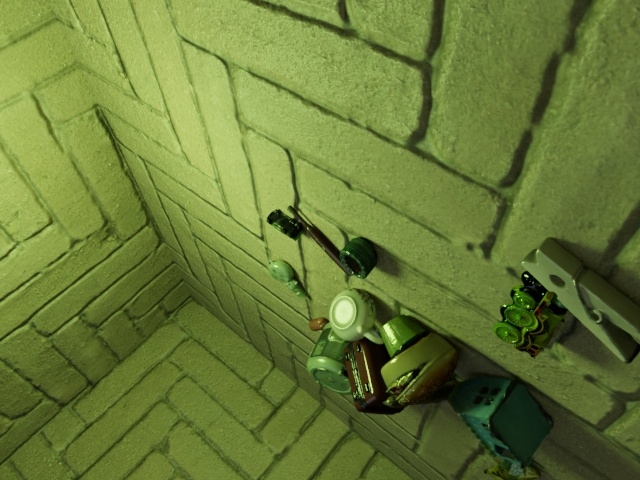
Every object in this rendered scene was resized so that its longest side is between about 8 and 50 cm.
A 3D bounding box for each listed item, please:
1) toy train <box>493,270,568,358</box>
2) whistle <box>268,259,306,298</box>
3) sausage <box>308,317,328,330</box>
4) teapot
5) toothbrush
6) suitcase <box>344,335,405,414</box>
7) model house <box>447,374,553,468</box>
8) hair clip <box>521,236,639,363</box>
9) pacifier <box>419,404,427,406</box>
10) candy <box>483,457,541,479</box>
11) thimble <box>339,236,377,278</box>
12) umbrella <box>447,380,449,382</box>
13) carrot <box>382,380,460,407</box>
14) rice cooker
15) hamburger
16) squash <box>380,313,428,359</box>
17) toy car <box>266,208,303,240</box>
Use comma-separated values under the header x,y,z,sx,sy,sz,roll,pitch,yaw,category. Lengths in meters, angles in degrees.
x,y,z,sx,sy,sz,roll,pitch,yaw,category
0.567,0.195,1.337,0.160,0.100,0.296,28,149,19,toy train
-0.157,0.181,2.422,0.126,0.067,0.258,-16,120,47,whistle
-0.011,0.425,2.552,0.062,0.062,0.154,48,153,-5,sausage
0.144,0.312,2.019,0.300,0.208,0.166,45,-173,31,teapot
0.001,-0.001,1.956,0.364,0.041,0.041,47,154,-3,toothbrush
0.234,0.546,2.048,0.236,0.297,0.161,16,133,-31,suitcase
0.602,0.610,1.762,0.237,0.215,0.303,50,159,-9,model house
0.628,0.133,1.172,0.331,0.085,0.101,46,153,15,hair clip
0.335,0.636,2.183,0.279,0.207,0.227,-13,106,60,pacifier
0.799,0.965,2.102,0.187,0.081,0.297,31,146,24,candy
0.137,0.062,1.783,0.118,0.090,0.135,14,140,48,thimble
0.494,0.558,2.024,0.188,0.046,0.050,63,173,-34,umbrella
0.396,0.599,1.931,0.070,0.342,0.070,174,90,-70,carrot
0.098,0.524,2.293,0.288,0.277,0.288,18,144,14,rice cooker
0.361,0.468,1.812,0.176,0.300,0.300,54,158,22,hamburger
0.308,0.357,1.892,0.123,0.170,0.170,56,160,27,squash
-0.146,-0.062,2.054,0.165,0.071,0.062,32,165,26,toy car
